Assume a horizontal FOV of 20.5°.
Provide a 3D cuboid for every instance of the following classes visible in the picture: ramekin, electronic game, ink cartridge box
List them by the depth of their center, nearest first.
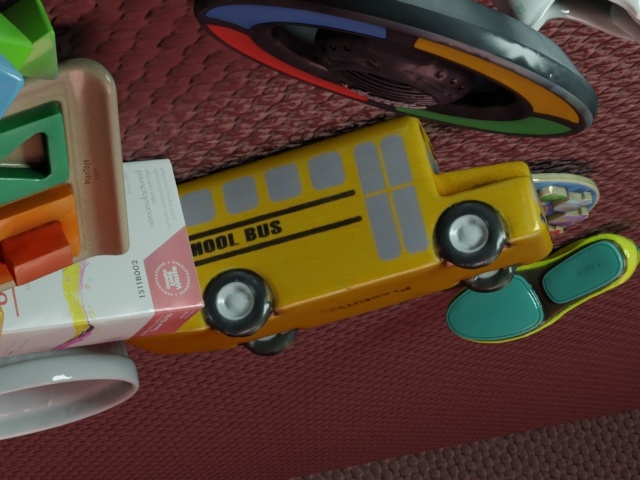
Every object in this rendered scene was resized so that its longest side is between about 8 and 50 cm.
[{"bbox_3d":[0.041,-0.100,0.977,0.229,0.048,0.229,15,175,1],"label":"electronic game"},{"bbox_3d":[-0.193,0.015,1.227,0.198,0.115,0.067,-8,164,-27],"label":"ink cartridge box"},{"bbox_3d":[-0.263,0.095,1.484,0.207,0.109,0.207,-14,167,-3],"label":"ramekin"}]

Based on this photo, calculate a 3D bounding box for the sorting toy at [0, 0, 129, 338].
[{"bbox_3d":[-0.205,-0.008,1.026,0.196,0.047,0.347,-18,147,-15],"label":"sorting toy"}]

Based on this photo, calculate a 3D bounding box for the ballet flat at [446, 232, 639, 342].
[{"bbox_3d":[0.246,0.051,1.916,0.231,0.077,0.077,-25,179,31],"label":"ballet flat"}]

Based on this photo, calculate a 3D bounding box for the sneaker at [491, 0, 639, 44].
[{"bbox_3d":[0.191,-0.156,0.996,0.212,0.094,0.080,-12,164,-12],"label":"sneaker"}]

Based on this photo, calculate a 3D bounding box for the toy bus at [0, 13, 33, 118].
[{"bbox_3d":[-0.181,-0.145,0.628,0.104,0.202,0.191,-52,145,15],"label":"toy bus"}]

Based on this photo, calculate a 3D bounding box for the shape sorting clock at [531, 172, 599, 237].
[{"bbox_3d":[0.153,-0.017,1.610,0.206,0.040,0.206,-14,166,-4],"label":"shape sorting clock"}]

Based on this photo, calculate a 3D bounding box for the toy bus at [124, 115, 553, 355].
[{"bbox_3d":[0.000,0.000,1.335,0.333,0.130,0.108,-17,165,8],"label":"toy bus"}]
